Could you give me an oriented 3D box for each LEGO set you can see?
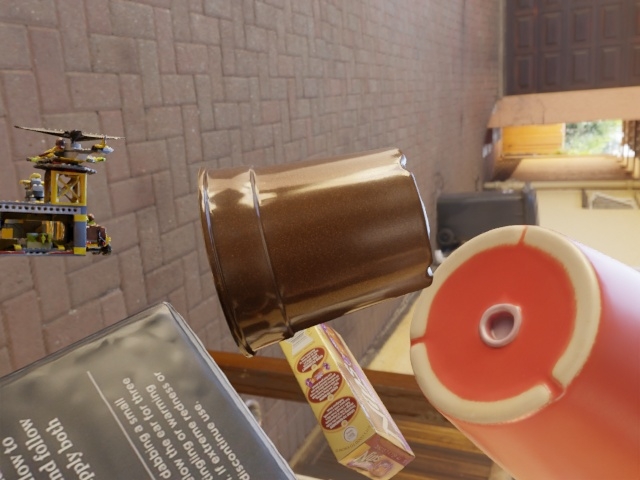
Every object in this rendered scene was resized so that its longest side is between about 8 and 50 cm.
[{"bbox_3d":[-0.396,-0.081,0.600,0.332,0.255,0.192,2,89,-32],"label":"LEGO set"}]

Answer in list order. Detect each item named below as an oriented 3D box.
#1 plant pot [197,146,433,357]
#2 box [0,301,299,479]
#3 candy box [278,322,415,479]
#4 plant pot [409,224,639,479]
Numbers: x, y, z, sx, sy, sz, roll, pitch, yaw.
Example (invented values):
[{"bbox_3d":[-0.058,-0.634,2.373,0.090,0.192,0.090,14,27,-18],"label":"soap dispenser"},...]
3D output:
[{"bbox_3d":[0.000,0.000,0.482,0.167,0.165,0.166,-13,90,-90],"label":"plant pot"},{"bbox_3d":[-0.220,0.266,0.336,0.396,0.212,0.293,-26,155,-34],"label":"box"},{"bbox_3d":[0.021,0.166,0.631,0.109,0.053,0.186,48,4,-46],"label":"candy box"},{"bbox_3d":[0.239,0.124,0.571,0.243,0.275,0.274,33,58,-33],"label":"plant pot"}]
